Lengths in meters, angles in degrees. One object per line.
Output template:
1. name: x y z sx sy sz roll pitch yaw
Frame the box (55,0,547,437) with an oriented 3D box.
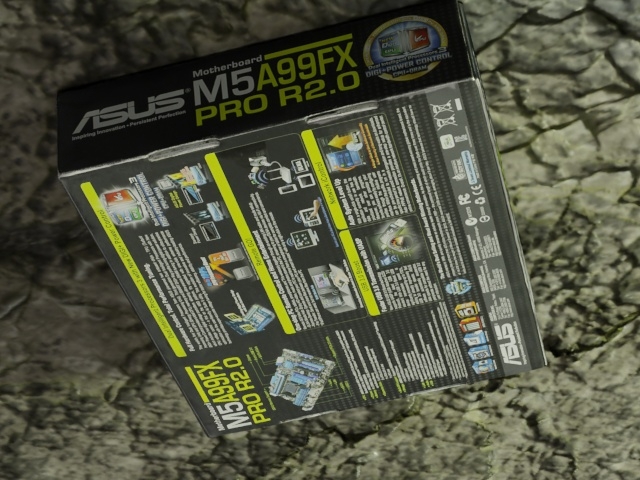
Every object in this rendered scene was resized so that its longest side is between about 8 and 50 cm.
1. box: 0.000 0.000 0.935 0.216 0.060 0.270 -13 142 8
